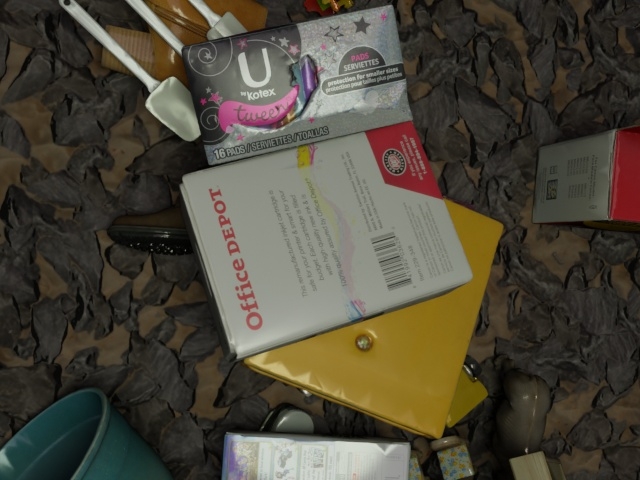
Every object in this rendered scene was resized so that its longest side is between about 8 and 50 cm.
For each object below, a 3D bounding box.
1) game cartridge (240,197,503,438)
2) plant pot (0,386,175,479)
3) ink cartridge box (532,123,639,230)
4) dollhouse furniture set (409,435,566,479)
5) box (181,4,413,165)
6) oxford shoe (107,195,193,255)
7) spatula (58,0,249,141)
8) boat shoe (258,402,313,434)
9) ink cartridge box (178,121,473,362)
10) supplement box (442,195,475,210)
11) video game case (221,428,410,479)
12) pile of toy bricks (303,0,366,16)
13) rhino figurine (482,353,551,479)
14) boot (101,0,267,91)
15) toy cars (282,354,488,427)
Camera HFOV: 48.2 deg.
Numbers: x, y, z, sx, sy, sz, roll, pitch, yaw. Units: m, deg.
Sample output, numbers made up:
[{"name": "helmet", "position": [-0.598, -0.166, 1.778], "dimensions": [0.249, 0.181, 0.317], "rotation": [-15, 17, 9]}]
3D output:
[{"name": "game cartridge", "position": [0.079, 0.071, 0.990], "dimensions": [0.285, 0.052, 0.323], "rotation": [23, 72, -5]}, {"name": "plant pot", "position": [-0.278, 0.368, 0.881], "dimensions": [0.272, 0.272, 0.255], "rotation": [-44, 112, -9]}, {"name": "ink cartridge box", "position": [0.515, -0.074, 1.035], "dimensions": [0.310, 0.272, 0.130], "rotation": [5, 89, -12]}, {"name": "dollhouse furniture set", "position": [0.203, 0.364, 0.944], "dimensions": [0.242, 0.161, 0.212], "rotation": [-21, 65, 18]}, {"name": "box", "position": [-0.032, -0.194, 0.879], "dimensions": [0.247, 0.163, 0.142], "rotation": [-14, 104, -4]}, {"name": "oxford shoe", "position": [-0.179, -0.033, 0.994], "dimensions": [0.227, 0.083, 0.096], "rotation": [-5, 72, -12]}, {"name": "spatula", "position": [-0.202, -0.265, 0.924], "dimensions": [0.168, 0.019, 0.242], "rotation": [-46, 110, -1]}, {"name": "boat shoe", "position": [-0.079, 0.336, 1.012], "dimensions": [0.078, 0.070, 0.219], "rotation": [31, 79, -21]}, {"name": "ink cartridge box", "position": [0.000, 0.000, 0.896], "dimensions": [0.306, 0.131, 0.226], "rotation": [-16, 80, -14]}, {"name": "supplement box", "position": [0.192, -0.020, 1.081], "dimensions": [0.055, 0.043, 0.083], "rotation": [17, 87, -10]}, {"name": "video game case", "position": [-0.013, 0.391, 0.935], "dimensions": [0.244, 0.061, 0.269], "rotation": [5, 81, -5]}, {"name": "pile of toy bricks", "position": [0.034, -0.276, 1.027], "dimensions": [0.105, 0.118, 0.212], "rotation": [-25, 107, 21]}, {"name": "rhino figurine", "position": [0.291, 0.302, 1.070], "dimensions": [0.073, 0.106, 0.243], "rotation": [5, 96, -9]}, {"name": "boot", "position": [-0.174, -0.348, 0.980], "dimensions": [0.211, 0.104, 0.295], "rotation": [7, 95, -17]}, {"name": "toy cars", "position": [0.050, 0.150, 1.034], "dimensions": [0.394, 0.087, 0.176], "rotation": [14, 75, -8]}]
